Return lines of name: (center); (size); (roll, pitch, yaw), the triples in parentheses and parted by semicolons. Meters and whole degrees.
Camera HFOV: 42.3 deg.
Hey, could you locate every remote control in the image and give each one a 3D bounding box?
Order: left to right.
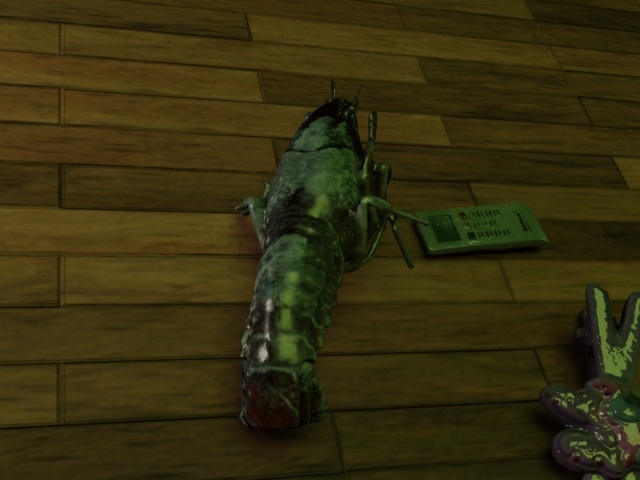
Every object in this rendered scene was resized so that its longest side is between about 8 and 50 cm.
remote control: (0.192, -0.011, 0.990); (0.162, 0.029, 0.061); (-5, 50, -16)

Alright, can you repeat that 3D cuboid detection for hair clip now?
hair clip: (0.290, 0.154, 0.841); (0.137, 0.090, 0.278); (12, 47, 2)

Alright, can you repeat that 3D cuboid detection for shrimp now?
shrimp: (0.000, -0.005, 0.839); (0.221, 0.166, 0.411); (0, 40, 17)
